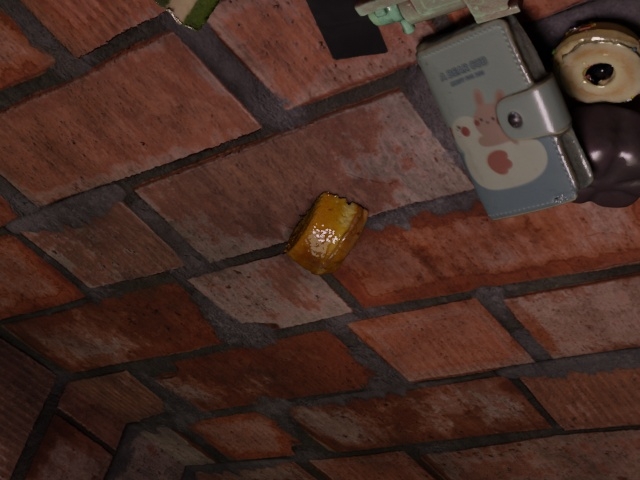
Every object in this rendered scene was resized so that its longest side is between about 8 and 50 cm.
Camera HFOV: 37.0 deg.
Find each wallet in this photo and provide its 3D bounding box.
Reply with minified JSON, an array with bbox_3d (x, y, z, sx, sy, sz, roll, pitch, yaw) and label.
[{"bbox_3d":[0.326,-0.220,1.699,0.252,0.083,0.360,-13,107,51],"label":"wallet"}]

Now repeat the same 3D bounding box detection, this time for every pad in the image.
[{"bbox_3d":[0.043,-0.412,1.765,0.116,0.004,0.193,-3,139,26],"label":"pad"}]

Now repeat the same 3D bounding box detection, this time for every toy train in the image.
[{"bbox_3d":[0.175,-0.442,1.561,0.304,0.150,0.221,-10,142,30],"label":"toy train"}]

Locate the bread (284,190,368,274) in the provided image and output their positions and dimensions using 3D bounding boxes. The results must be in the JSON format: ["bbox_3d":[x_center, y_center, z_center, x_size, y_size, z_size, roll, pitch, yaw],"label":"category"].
[{"bbox_3d":[0.000,0.000,2.223,0.143,0.139,0.229,31,141,-5],"label":"bread"}]

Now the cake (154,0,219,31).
[{"bbox_3d":[-0.219,-0.465,1.591,0.158,0.283,0.172,34,157,-21],"label":"cake"}]

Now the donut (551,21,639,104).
[{"bbox_3d":[0.487,-0.311,1.662,0.174,0.068,0.174,12,147,8],"label":"donut"}]

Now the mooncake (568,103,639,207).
[{"bbox_3d":[0.522,-0.154,1.763,0.245,0.133,0.245,8,158,3],"label":"mooncake"}]
